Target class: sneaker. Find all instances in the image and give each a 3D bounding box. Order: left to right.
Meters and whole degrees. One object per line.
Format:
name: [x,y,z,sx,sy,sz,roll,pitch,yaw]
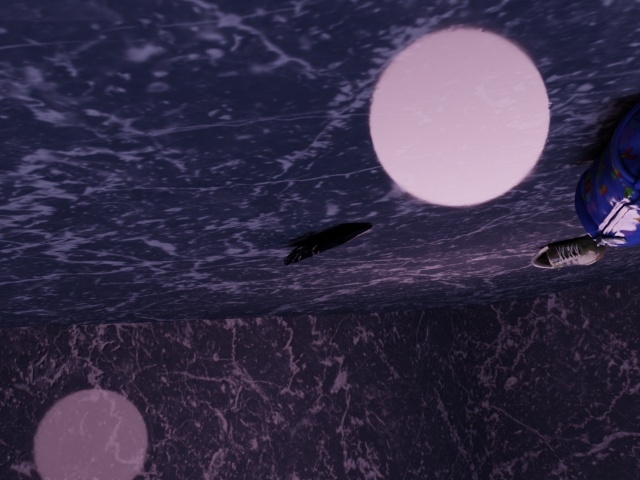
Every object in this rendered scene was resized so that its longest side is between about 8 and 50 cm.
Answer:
sneaker: [0.593,0.037,1.752,0.086,0.064,0.192,-8,174,-23]

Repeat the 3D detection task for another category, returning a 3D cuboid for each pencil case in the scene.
pencil case: [0.383,-0.070,0.865,0.119,0.133,0.306,24,176,14]

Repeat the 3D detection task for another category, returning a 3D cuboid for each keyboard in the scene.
keyboard: [0.000,0.000,1.278,0.100,0.038,0.192,-29,-176,-37]
